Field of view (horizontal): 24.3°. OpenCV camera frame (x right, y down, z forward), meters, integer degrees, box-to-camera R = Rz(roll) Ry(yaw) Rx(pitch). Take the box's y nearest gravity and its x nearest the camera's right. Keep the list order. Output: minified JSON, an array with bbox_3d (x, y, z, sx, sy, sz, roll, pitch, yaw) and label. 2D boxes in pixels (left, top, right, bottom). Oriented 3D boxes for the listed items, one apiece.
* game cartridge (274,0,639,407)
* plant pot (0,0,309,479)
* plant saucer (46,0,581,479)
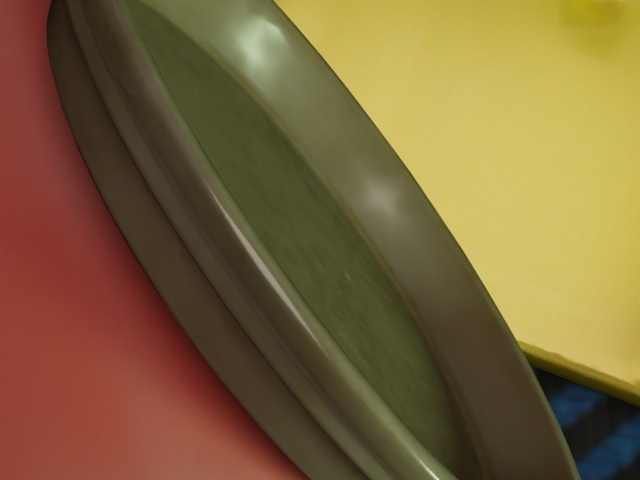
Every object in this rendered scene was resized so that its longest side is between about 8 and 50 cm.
[{"bbox_3d":[0.120,-0.105,0.684,0.285,0.052,0.323,22,82,-3],"label":"game cartridge"},{"bbox_3d":[-0.141,0.031,0.532,0.275,0.275,0.243,-18,73,-9],"label":"plant pot"},{"bbox_3d":[0.000,0.000,0.506,0.041,0.278,0.278,-36,86,13],"label":"plant saucer"}]
